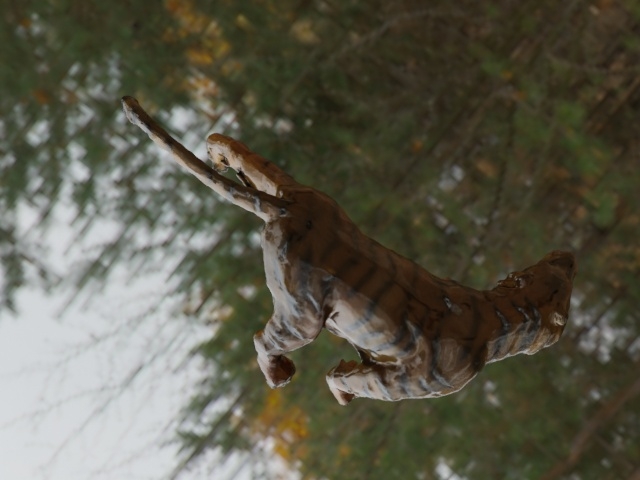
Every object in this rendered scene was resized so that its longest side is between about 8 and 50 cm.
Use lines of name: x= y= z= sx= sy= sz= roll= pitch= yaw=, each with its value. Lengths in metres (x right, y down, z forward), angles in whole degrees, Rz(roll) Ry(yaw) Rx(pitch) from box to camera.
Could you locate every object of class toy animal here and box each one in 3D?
toy animal: x=-0.002 y=0.007 z=0.740 sx=0.255 sy=0.114 sz=0.116 roll=31 pitch=156 yaw=-10
